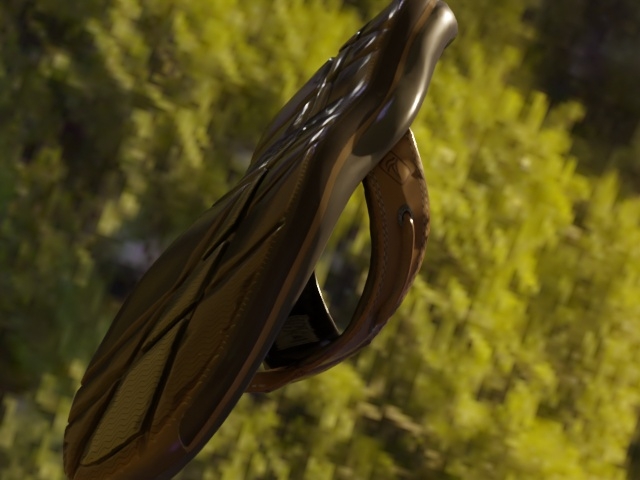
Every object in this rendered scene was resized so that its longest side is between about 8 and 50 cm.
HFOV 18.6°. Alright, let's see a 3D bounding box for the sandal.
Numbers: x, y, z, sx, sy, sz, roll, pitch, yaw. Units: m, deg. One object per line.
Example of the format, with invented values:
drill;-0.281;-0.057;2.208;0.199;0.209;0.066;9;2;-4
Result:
sandal;0.000;0.000;0.479;0.072;0.049;0.180;-35;-165;42
